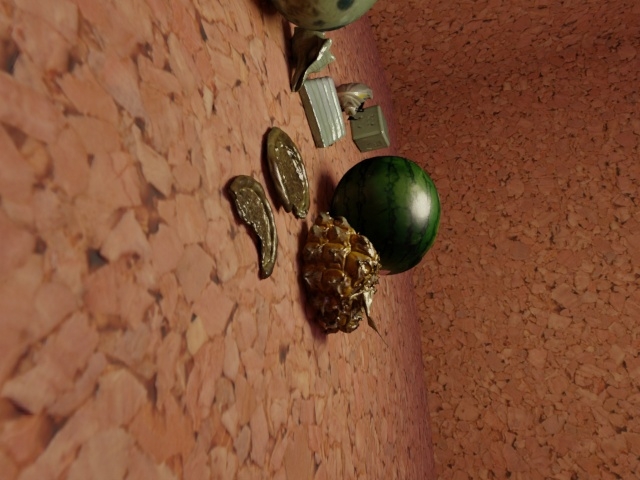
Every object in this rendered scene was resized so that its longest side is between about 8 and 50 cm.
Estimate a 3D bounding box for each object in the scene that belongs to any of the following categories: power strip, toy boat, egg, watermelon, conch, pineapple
[{"bbox_3d":[0.227,-0.482,1.925,0.224,0.140,0.139,26,55,-68],"label":"power strip"},{"bbox_3d":[0.122,-0.540,1.656,0.269,0.140,0.141,-65,141,-58],"label":"toy boat"},{"bbox_3d":[0.013,-0.700,1.044,0.345,0.344,0.429,53,42,-56],"label":"egg"},{"bbox_3d":[0.191,-0.080,1.283,0.363,0.362,0.364,-10,90,-72],"label":"watermelon"},{"bbox_3d":[-0.015,-0.519,1.194,0.114,0.137,0.234,14,60,-53],"label":"conch"},{"bbox_3d":[0.051,0.092,1.006,0.161,0.158,0.335,-6,93,-57],"label":"pineapple"}]

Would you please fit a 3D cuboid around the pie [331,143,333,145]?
[{"bbox_3d":[0.023,-0.368,1.402,0.170,0.034,0.092,68,18,-48],"label":"pie"}]

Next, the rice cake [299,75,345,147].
[{"bbox_3d":[0.011,-0.391,1.305,0.189,0.037,0.198,-39,121,-51],"label":"rice cake"}]

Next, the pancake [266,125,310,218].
[{"bbox_3d":[-0.072,-0.153,0.996,0.235,0.029,0.212,-7,86,-74],"label":"pancake"}]

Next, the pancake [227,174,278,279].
[{"bbox_3d":[-0.120,-0.032,0.793,0.190,0.020,0.184,49,36,-58],"label":"pancake"}]

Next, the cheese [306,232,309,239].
[{"bbox_3d":[0.000,0.000,1.121,0.145,0.038,0.096,-7,86,-66],"label":"cheese"}]
